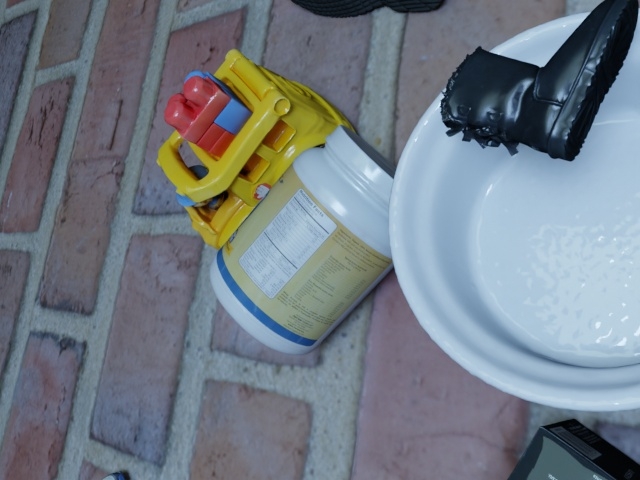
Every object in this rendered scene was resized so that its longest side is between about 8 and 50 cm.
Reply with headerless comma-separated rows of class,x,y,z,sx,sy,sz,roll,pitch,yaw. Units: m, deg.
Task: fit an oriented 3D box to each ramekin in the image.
ramekin,0.204,-0.016,0.430,0.277,0.135,0.278,-10,72,33

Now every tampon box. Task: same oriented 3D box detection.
tampon box,0.170,0.225,0.395,0.101,0.120,0.161,35,98,36

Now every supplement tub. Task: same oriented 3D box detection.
supplement tub,0.000,0.000,0.563,0.200,0.144,0.144,-48,56,14

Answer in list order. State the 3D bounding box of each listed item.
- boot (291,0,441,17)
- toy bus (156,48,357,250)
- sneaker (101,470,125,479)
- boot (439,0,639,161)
boot,0.065,-0.360,0.670,0.246,0.083,0.161,15,79,31
toy bus,-0.100,-0.092,0.619,0.220,0.211,0.149,-50,57,15
sneaker,-0.306,0.354,0.734,0.135,0.058,0.052,-47,56,15
boot,0.146,-0.116,0.388,0.099,0.045,0.121,28,95,39
